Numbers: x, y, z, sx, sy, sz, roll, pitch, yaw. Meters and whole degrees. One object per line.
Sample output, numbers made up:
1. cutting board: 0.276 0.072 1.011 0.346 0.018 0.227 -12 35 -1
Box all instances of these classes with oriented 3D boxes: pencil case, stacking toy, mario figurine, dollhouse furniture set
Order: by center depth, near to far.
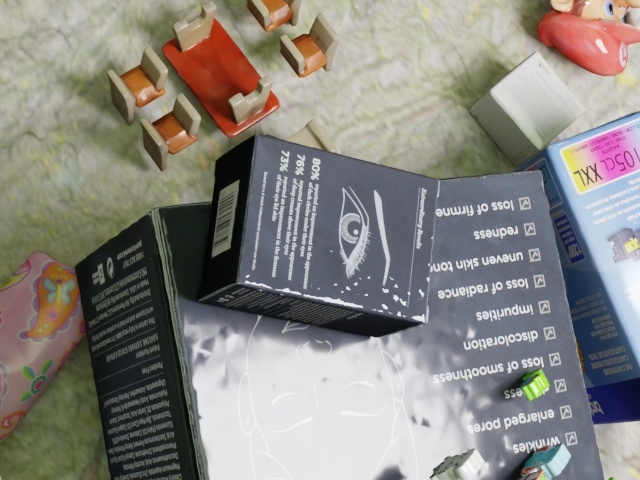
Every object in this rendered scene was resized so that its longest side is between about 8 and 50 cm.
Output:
1. stacking toy: 0.214 0.251 1.569 0.167 0.052 0.221 58 42 -7
2. pencil case: -0.369 0.149 1.766 0.124 0.124 0.284 37 76 -3
3. dollhouse furniture set: -0.092 -0.161 1.886 0.262 0.135 0.259 -33 77 -15
4. mario figurine: 0.376 -0.369 1.975 0.198 0.170 0.321 2 78 -13

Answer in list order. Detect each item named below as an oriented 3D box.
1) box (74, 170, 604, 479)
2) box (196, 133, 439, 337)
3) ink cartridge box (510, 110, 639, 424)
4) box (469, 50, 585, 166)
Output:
1. box: 0.027 0.199 1.694 0.479 0.297 0.472 -6 80 -26
2. box: 0.000 0.000 1.503 0.207 0.108 0.153 14 73 -23
3. ink cartridge box: 0.367 0.070 1.842 0.151 0.270 0.395 -23 85 -12
4. box: 0.261 -0.166 1.949 0.087 0.101 0.102 -39 89 -14
